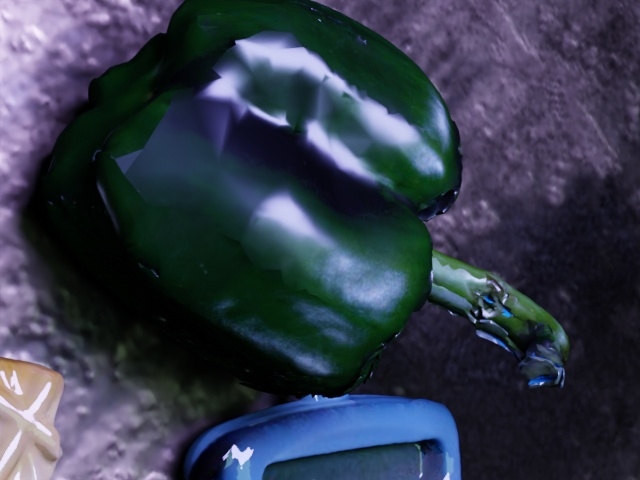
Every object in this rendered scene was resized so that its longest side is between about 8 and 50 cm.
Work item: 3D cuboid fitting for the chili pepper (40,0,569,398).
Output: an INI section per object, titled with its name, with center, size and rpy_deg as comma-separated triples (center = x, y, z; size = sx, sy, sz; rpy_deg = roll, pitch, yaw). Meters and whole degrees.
[chili pepper]
center = 0.000, 0.000, 0.878
size = 0.261, 0.165, 0.174
rpy_deg = 34, 48, -24

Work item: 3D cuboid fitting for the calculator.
[calculator]
center = 0.015, 0.209, 0.933
size = 0.173, 0.051, 0.293
rpy_deg = -4, 87, -35

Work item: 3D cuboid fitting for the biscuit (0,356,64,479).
[biscuit]
center = -0.190, 0.194, 0.675
size = 0.204, 0.040, 0.309
rpy_deg = 5, 84, -28
